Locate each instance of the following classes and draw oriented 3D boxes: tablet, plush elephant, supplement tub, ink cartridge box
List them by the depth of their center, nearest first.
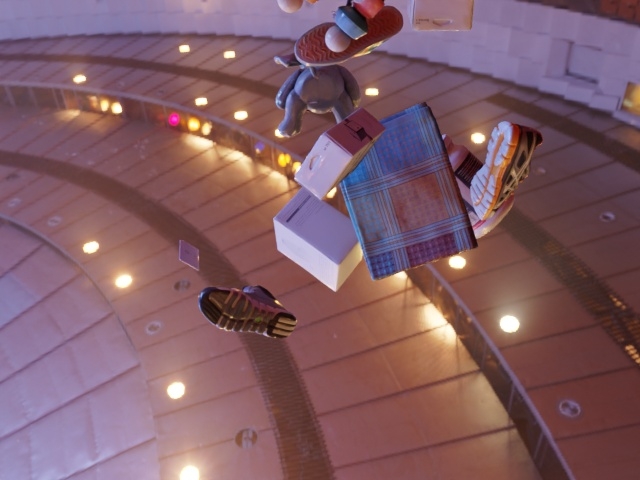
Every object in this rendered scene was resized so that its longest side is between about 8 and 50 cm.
[{"bbox_3d":[0.044,-0.190,1.282,0.082,0.140,0.191,40,-141,2],"label":"ink cartridge box"},{"bbox_3d":[-0.305,0.033,1.377,0.006,0.054,0.083,-45,-149,17],"label":"tablet"},{"bbox_3d":[0.326,-0.647,1.627,0.160,0.093,0.219,1,-149,3],"label":"ink cartridge box"},{"bbox_3d":[0.399,-0.152,1.701,0.272,0.191,0.191,42,-135,-3],"label":"supplement tub"},{"bbox_3d":[-0.008,-0.510,1.874,0.271,0.330,0.255,-3,-143,7],"label":"plush elephant"}]

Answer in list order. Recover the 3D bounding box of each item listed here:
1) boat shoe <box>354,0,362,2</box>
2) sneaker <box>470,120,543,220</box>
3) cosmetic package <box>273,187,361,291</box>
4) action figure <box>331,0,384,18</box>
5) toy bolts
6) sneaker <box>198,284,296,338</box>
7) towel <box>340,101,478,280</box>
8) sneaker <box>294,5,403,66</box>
[{"bbox_3d":[0.115,-0.532,1.244,0.100,0.035,0.035,-21,-161,28],"label":"boat shoe"},{"bbox_3d":[0.349,-0.123,1.115,0.083,0.215,0.084,-2,-134,-16],"label":"sneaker"},{"bbox_3d":[0.000,0.000,1.682,0.224,0.224,0.138,37,-109,13],"label":"cosmetic package"},{"bbox_3d":[0.133,-0.726,1.709,0.141,0.164,0.276,30,-101,35],"label":"action figure"},{"bbox_3d":[0.021,-0.555,1.372,0.228,0.158,0.218,41,-159,-7],"label":"toy bolts"},{"bbox_3d":[-0.167,0.131,1.242,0.228,0.086,0.132,26,-168,-34],"label":"sneaker"},{"bbox_3d":[0.189,-0.117,1.413,0.271,0.370,0.040,-20,171,16],"label":"towel"},{"bbox_3d":[0.067,-0.518,1.551,0.302,0.108,0.121,-22,-175,-13],"label":"sneaker"}]
